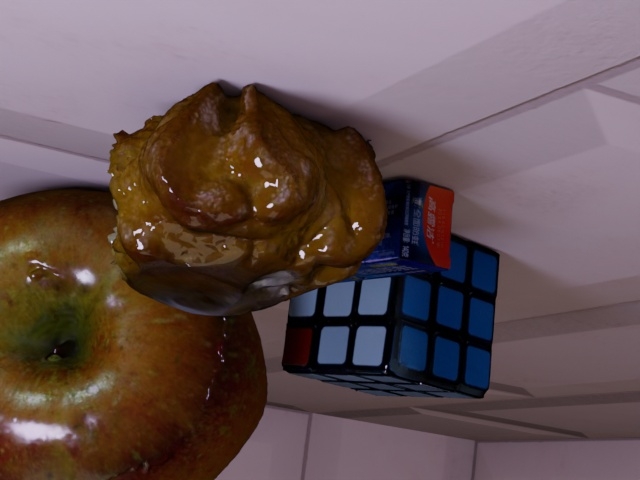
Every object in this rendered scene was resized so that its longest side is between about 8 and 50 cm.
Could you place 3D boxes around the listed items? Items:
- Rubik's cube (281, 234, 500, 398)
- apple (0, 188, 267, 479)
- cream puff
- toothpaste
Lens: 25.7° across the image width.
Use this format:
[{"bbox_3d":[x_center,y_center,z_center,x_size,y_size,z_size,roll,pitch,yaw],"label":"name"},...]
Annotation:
[{"bbox_3d":[0.076,0.075,1.469,0.163,0.162,0.161,-4,163,45],"label":"Rubik's cube"},{"bbox_3d":[-0.242,0.129,1.448,0.384,0.374,0.374,21,169,6],"label":"apple"},{"bbox_3d":[-0.070,-0.024,1.119,0.241,0.154,0.269,15,164,-34],"label":"cream puff"},{"bbox_3d":[0.000,0.001,1.372,0.066,0.076,0.320,12,168,-35],"label":"toothpaste"}]
